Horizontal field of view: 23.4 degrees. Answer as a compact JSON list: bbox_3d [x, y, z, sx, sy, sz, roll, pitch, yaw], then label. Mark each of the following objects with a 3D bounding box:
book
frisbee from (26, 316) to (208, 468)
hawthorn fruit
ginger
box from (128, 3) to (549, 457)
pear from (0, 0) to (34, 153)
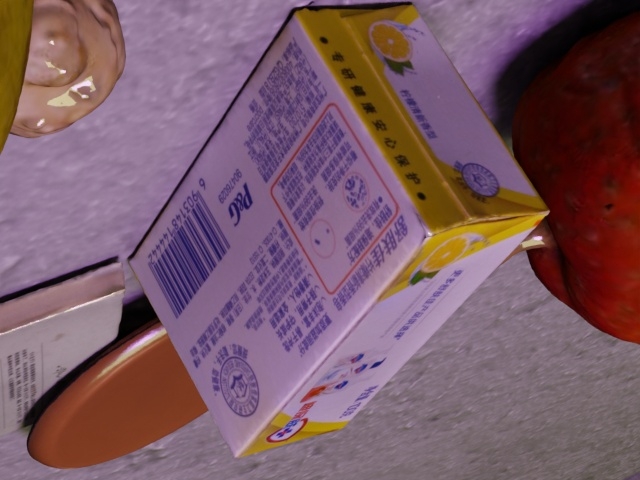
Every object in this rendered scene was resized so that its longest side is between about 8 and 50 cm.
[{"bbox_3d":[-0.272,0.115,1.065,0.289,0.026,0.201,-20,157,-21],"label":"book"},{"bbox_3d":[-0.114,0.105,1.201,0.251,0.021,0.251,-30,161,-12],"label":"frisbee"},{"bbox_3d":[0.258,-0.052,1.062,0.261,0.258,0.258,3,169,24],"label":"hawthorn fruit"},{"bbox_3d":[-0.131,-0.086,0.701,0.115,0.122,0.193,-55,162,8],"label":"ginger"},{"bbox_3d":[0.000,0.000,0.962,0.097,0.168,0.265,-13,152,-39],"label":"box"},{"bbox_3d":[-0.224,-0.065,0.453,0.321,0.269,0.269,-34,157,14],"label":"pear"}]
